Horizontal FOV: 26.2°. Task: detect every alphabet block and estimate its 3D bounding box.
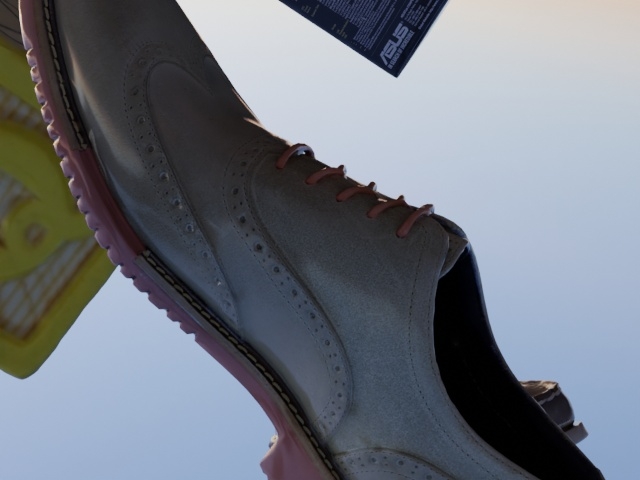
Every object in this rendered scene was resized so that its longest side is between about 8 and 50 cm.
[{"bbox_3d":[-0.231,-0.054,0.975,0.192,0.193,0.197,34,-171,-19],"label":"alphabet block"}]

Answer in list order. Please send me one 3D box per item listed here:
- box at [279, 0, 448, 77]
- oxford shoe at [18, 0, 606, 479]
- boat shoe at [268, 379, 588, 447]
[{"bbox_3d":[0.033,-0.300,0.989,0.242,0.307,0.076,33,-137,1],"label":"box"},{"bbox_3d":[0.000,0.000,0.701,0.146,0.397,0.140,-34,-177,29],"label":"oxford shoe"},{"bbox_3d":[0.067,0.131,1.066,0.116,0.097,0.324,-13,180,-36],"label":"boat shoe"}]
